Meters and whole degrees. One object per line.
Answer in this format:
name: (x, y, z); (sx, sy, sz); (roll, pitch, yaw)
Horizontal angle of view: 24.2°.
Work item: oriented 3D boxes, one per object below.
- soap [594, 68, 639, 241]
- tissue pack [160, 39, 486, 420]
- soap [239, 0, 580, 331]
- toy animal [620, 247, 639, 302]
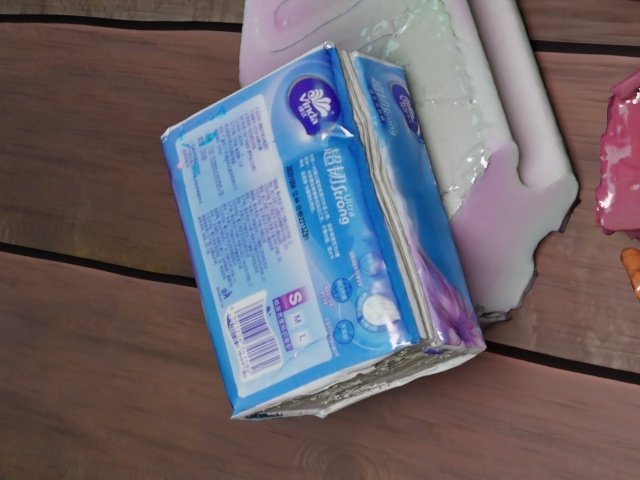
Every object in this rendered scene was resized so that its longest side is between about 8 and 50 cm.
soap: (0.375, -0.089, 1.212); (0.289, 0.112, 0.182); (-1, 86, 35)
tissue pack: (0.000, 0.000, 1.264); (0.198, 0.146, 0.263); (-25, 71, 31)
soap: (0.070, -0.129, 1.416); (0.261, 0.156, 0.446); (-26, 70, 31)
toy animal: (0.380, 0.041, 1.085); (0.281, 0.169, 0.195); (-24, 59, 21)
